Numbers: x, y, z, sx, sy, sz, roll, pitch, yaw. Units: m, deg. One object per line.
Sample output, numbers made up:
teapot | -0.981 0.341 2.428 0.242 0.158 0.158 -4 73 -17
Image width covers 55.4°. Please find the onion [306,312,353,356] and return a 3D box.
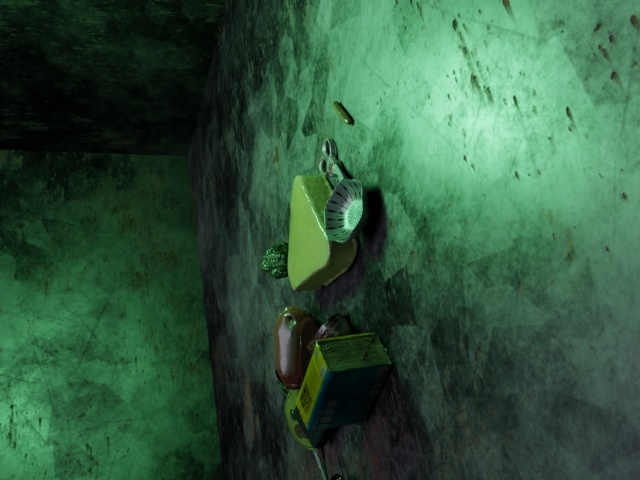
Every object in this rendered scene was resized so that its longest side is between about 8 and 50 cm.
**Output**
onion | 0.045 0.292 1.795 0.098 0.151 0.206 43 154 15

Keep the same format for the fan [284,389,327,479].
fan | -0.037 0.635 2.041 0.229 0.011 0.335 -40 65 46

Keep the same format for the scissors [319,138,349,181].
scissors | 0.044 -0.223 1.856 0.242 0.030 0.118 -119 35 -57

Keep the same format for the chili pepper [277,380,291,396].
chili pepper | -0.069 0.549 2.125 0.224 0.061 0.098 32 119 42

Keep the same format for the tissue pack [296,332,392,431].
tissue pack | 0.056 0.380 1.641 0.134 0.192 0.271 -116 34 -45

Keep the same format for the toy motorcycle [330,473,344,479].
toy motorcycle | 0.058 0.857 1.723 0.342 0.142 0.206 -111 28 -45

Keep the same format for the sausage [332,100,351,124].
sausage | 0.063 -0.378 1.811 0.132 0.024 0.024 -116 33 -49

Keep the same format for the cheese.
cheese | 0.000 0.001 1.880 0.384 0.104 0.384 179 90 -68

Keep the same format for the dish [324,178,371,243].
dish | 0.087 -0.076 1.685 0.190 0.066 0.191 -28 55 50

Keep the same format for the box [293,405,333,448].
box | -0.008 0.533 1.934 0.160 0.050 0.230 51 134 37

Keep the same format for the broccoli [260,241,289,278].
broccoli | -0.145 0.070 2.228 0.162 0.145 0.138 40 163 40

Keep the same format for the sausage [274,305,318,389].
sausage | -0.082 0.357 2.032 0.152 0.152 0.280 164 107 -68
